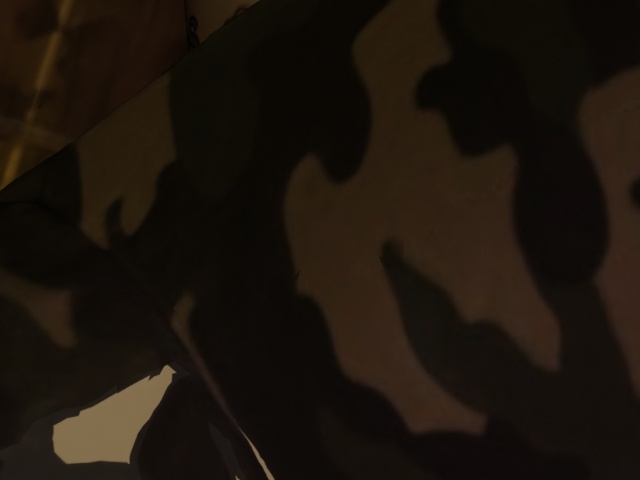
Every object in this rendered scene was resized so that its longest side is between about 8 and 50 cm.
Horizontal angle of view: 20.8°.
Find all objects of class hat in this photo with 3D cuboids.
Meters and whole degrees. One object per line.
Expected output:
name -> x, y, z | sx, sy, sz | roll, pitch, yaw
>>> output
hat -> -0.049, 0.091, 0.506 | 0.257, 0.382, 0.366 | -24, 74, -42

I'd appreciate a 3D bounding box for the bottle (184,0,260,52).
bottle -> 0.000, 0.000, 0.642 | 0.110, 0.097, 0.209 | -12, 74, 24
